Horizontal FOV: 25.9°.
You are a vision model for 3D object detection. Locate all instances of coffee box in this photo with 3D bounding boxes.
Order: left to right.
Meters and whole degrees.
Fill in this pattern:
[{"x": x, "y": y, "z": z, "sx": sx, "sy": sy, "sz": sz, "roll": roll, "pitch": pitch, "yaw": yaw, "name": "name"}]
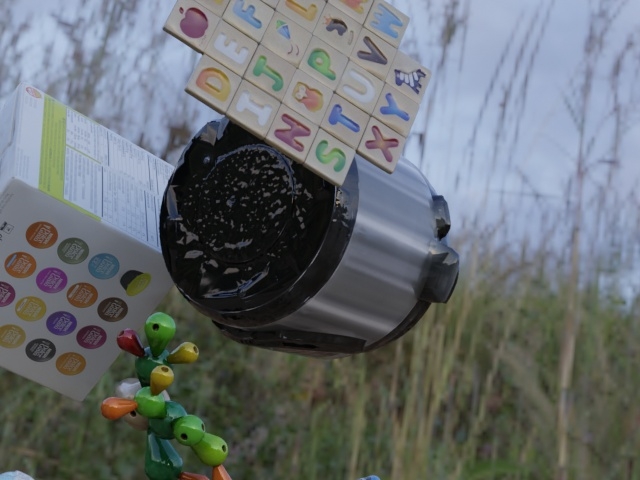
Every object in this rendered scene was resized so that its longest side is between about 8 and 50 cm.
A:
[{"x": -0.463, "y": 0.003, "z": 2.397, "sx": 0.334, "sy": 0.338, "sz": 0.337, "roll": 29, "pitch": -67, "yaw": -25, "name": "coffee box"}]

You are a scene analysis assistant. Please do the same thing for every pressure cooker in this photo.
[{"x": 0.003, "y": -0.005, "z": 2.214, "sx": 0.375, "sy": 0.369, "sz": 0.420, "roll": -35, "pitch": -30, "yaw": 22, "name": "pressure cooker"}]

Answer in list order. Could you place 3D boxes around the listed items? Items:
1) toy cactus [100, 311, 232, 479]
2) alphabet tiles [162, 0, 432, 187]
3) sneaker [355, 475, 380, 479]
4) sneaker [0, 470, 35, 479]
[{"x": -0.162, "y": 0.174, "z": 1.331, "sx": 0.112, "sy": 0.219, "sz": 0.180, "roll": -21, "pitch": 16, "yaw": -22, "name": "toy cactus"}, {"x": -0.021, "y": -0.237, "z": 1.748, "sx": 0.343, "sy": 0.285, "sz": 0.011, "roll": 32, "pitch": -30, "yaw": -15, "name": "alphabet tiles"}, {"x": 0.057, "y": 0.445, "z": 2.176, "sx": 0.078, "sy": 0.188, "sz": 0.067, "roll": -8, "pitch": -58, "yaw": 12, "name": "sneaker"}, {"x": -0.508, "y": 0.370, "z": 1.856, "sx": 0.150, "sy": 0.366, "sz": 0.135, "roll": 44, "pitch": -72, "yaw": 1, "name": "sneaker"}]
